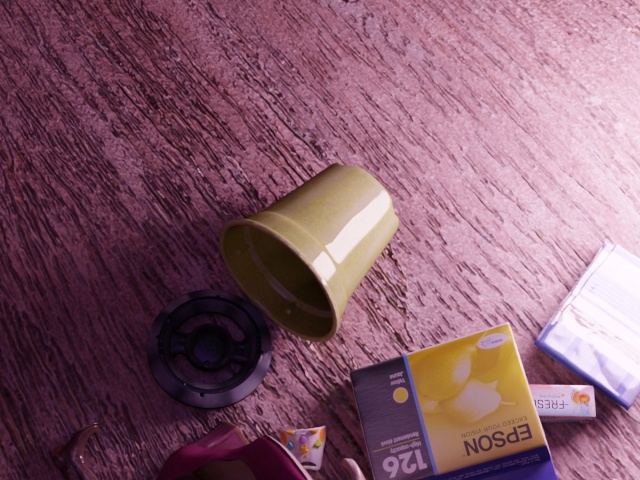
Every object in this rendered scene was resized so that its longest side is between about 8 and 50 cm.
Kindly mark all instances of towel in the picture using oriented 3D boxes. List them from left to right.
[{"bbox_3d":[0.547,0.150,1.838,0.209,0.034,0.285,35,63,15],"label":"towel"}]

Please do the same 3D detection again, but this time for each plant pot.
[{"bbox_3d":[0.000,0.000,1.824,0.276,0.276,0.254,37,60,15],"label":"plant pot"}]

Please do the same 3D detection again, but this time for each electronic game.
[{"bbox_3d":[-0.203,0.197,1.832,0.229,0.048,0.229,3,65,-7],"label":"electronic game"}]

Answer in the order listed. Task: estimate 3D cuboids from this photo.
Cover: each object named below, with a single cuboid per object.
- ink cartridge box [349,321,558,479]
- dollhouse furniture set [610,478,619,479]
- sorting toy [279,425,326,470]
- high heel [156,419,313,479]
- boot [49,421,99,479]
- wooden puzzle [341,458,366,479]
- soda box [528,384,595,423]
[{"bbox_3d":[0.227,0.331,1.720,0.303,0.072,0.307,-19,65,10],"label":"ink cartridge box"},{"bbox_3d":[0.584,0.455,1.647,0.355,0.174,0.303,15,67,7],"label":"dollhouse furniture set"},{"bbox_3d":[-0.028,0.370,1.765,0.083,0.045,0.075,-5,85,-2],"label":"sorting toy"},{"bbox_3d":[-0.140,0.402,1.603,0.181,0.377,0.127,-41,106,-21],"label":"high heel"},{"bbox_3d":[-0.408,0.392,1.753,0.106,0.037,0.114,-39,68,-1],"label":"boot"},{"bbox_3d":[0.030,0.539,1.535,0.080,0.322,0.348,3,65,11],"label":"wooden puzzle"},{"bbox_3d":[0.392,0.292,1.779,0.183,0.063,0.058,1,68,2],"label":"soda box"}]
